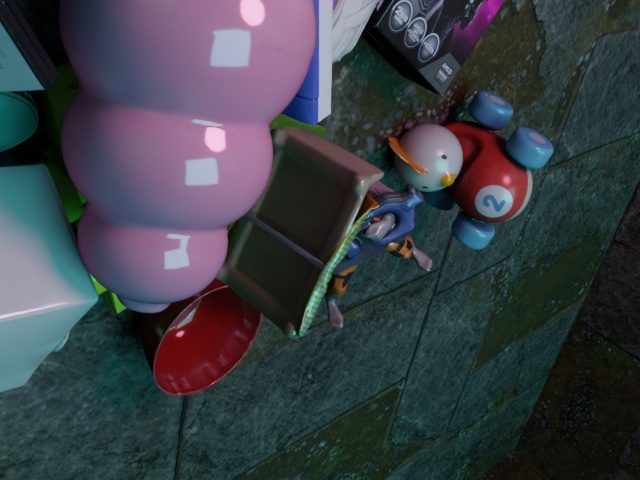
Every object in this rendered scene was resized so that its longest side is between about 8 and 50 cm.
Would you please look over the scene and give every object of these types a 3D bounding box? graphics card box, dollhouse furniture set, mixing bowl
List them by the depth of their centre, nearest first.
[{"bbox_3d":[-0.040,-0.039,0.878,0.151,0.301,0.198,9,110,-51],"label":"dollhouse furniture set"},{"bbox_3d":[0.195,-0.413,1.020,0.371,0.094,0.233,-56,147,5],"label":"graphics card box"},{"bbox_3d":[-0.181,0.114,1.031,0.181,0.098,0.181,-30,140,-30],"label":"mixing bowl"}]

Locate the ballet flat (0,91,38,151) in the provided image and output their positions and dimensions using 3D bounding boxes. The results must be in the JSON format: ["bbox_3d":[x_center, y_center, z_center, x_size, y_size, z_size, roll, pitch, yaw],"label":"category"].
[{"bbox_3d":[-0.368,-0.099,0.630,0.241,0.077,0.091,-23,130,-40],"label":"ballet flat"}]

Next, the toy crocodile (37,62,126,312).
[{"bbox_3d":[-0.246,-0.039,0.822,0.115,0.105,0.340,-37,149,-24],"label":"toy crocodile"}]

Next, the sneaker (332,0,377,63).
[{"bbox_3d":[0.021,-0.309,0.871,0.305,0.114,0.152,-55,166,-20],"label":"sneaker"}]

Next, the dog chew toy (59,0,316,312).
[{"bbox_3d":[-0.123,-0.098,0.627,0.206,0.206,0.332,-4,112,-49],"label":"dog chew toy"}]

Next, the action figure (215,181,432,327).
[{"bbox_3d":[0.000,0.000,1.153,0.341,0.178,0.330,-22,139,7],"label":"action figure"}]

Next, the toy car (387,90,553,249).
[{"bbox_3d":[0.213,-0.121,1.230,0.238,0.210,0.219,0,132,-36],"label":"toy car"}]

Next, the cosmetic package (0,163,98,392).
[{"bbox_3d":[-0.407,0.066,0.594,0.385,0.156,0.217,-12,159,-48],"label":"cosmetic package"}]

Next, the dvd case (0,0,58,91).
[{"bbox_3d":[-0.329,-0.168,0.493,0.180,0.253,0.022,71,25,-52],"label":"dvd case"}]

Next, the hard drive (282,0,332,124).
[{"bbox_3d":[-0.079,-0.284,0.691,0.040,0.210,0.319,-40,145,-36],"label":"hard drive"}]
